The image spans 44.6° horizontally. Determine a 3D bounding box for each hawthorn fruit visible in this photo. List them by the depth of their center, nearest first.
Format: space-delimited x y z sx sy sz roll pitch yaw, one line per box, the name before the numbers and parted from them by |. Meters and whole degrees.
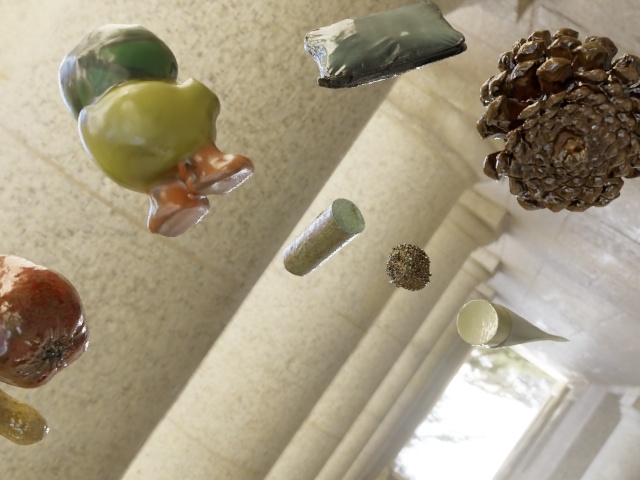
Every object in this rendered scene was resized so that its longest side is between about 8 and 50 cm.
hawthorn fruit | -0.525 0.123 1.341 0.262 0.210 0.210 34 178 34

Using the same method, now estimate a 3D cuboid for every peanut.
peanut | -0.687 0.372 1.677 0.214 0.099 0.099 33 179 -17

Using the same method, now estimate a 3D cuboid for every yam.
yam | 0.000 0.000 1.730 0.093 0.093 0.259 35 141 -12

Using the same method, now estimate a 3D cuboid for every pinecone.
pinecone | 0.484 -0.263 1.577 0.384 0.384 0.384 35 178 1

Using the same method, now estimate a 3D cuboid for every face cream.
face cream | 0.304 0.142 1.245 0.114 0.070 0.224 14 178 40

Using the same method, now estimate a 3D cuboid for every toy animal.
toy animal | -0.272 -0.185 1.179 0.338 0.216 0.191 56 -158 15

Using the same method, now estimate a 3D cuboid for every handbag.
handbag | 0.128 -0.412 1.632 0.075 0.332 0.191 86 162 -49

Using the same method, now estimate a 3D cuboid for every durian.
durian | 0.148 0.046 1.290 0.091 0.080 0.080 31 180 -29
